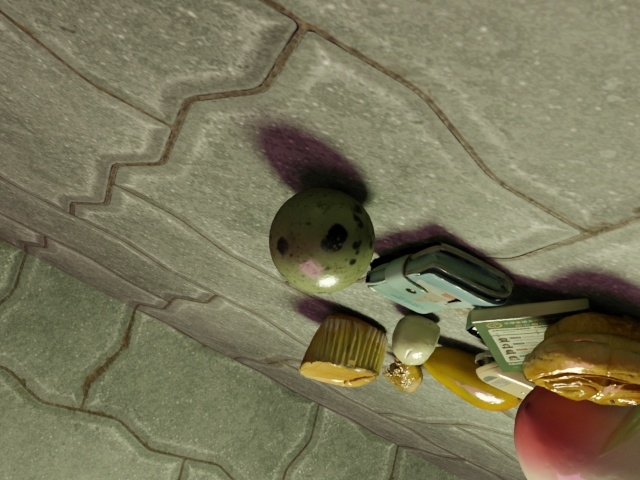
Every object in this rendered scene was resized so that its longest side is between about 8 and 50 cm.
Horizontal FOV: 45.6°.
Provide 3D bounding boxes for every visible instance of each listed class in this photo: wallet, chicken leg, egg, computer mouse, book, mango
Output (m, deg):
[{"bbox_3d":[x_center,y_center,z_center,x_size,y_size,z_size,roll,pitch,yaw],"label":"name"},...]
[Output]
[{"bbox_3d":[0.206,0.075,1.390,0.176,0.075,0.250,25,161,-19],"label":"wallet"},{"bbox_3d":[0.225,0.347,2.089,0.101,0.085,0.207,30,157,29],"label":"chicken leg"},{"bbox_3d":[0.000,0.000,1.279,0.177,0.177,0.228,26,176,-7],"label":"egg"},{"bbox_3d":[0.457,0.300,1.668,0.236,0.082,0.145,24,162,3],"label":"computer mouse"},{"bbox_3d":[0.406,0.180,1.398,0.202,0.027,0.264,-8,148,23],"label":"book"},{"bbox_3d":[0.357,0.326,1.810,0.253,0.113,0.138,23,164,15],"label":"mango"}]

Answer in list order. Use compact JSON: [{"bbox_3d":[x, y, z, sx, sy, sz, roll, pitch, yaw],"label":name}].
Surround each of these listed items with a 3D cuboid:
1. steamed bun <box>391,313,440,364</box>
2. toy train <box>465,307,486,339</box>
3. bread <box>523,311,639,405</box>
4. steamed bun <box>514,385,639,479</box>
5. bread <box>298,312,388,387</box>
[{"bbox_3d":[0.207,0.223,1.714,0.090,0.113,0.130,24,168,-5],"label":"steamed bun"},{"bbox_3d":[0.408,0.198,1.515,0.251,0.048,0.055,24,141,-15],"label":"toy train"},{"bbox_3d":[0.468,0.202,1.272,0.236,0.120,0.198,14,153,-14],"label":"bread"},{"bbox_3d":[0.498,0.370,1.452,0.309,0.309,0.309,21,161,8],"label":"steamed bun"},{"bbox_3d":[0.063,0.288,2.008,0.204,0.156,0.288,16,158,-1],"label":"bread"}]
